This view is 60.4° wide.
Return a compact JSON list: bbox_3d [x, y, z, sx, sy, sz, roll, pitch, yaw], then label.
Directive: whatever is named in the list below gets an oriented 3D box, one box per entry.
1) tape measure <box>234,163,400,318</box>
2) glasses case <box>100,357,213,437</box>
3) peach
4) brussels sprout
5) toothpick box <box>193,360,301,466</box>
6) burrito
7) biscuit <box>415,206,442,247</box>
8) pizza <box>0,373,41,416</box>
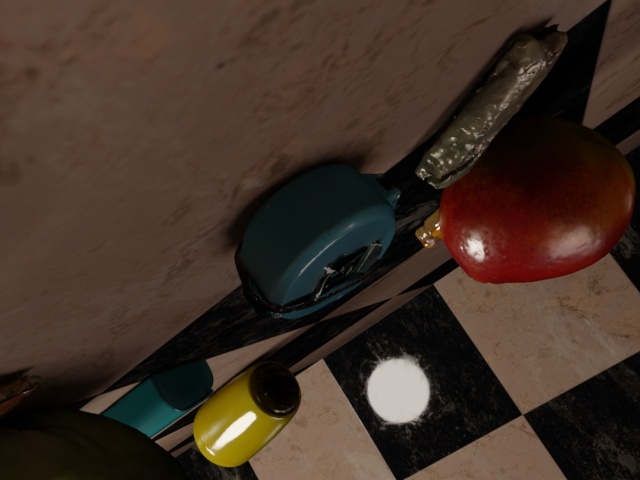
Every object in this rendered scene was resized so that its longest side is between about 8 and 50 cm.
[{"bbox_3d":[0.000,0.000,0.438,0.146,0.081,0.125,-22,153,-39],"label":"tape measure"},{"bbox_3d":[-0.290,0.284,0.815,0.301,0.070,0.117,-40,166,22],"label":"glasses case"},{"bbox_3d":[0.232,-0.038,0.608,0.190,0.190,0.192,-19,145,-45],"label":"peach"},{"bbox_3d":[-0.255,0.310,0.534,0.281,0.289,0.355,-19,141,-13],"label":"brussels sprout"},{"bbox_3d":[-0.164,0.394,1.273,0.175,0.175,0.271,-17,156,-50],"label":"toothpick box"},{"bbox_3d":[0.136,-0.104,0.462,0.051,0.042,0.171,-12,156,-31],"label":"burrito"},{"bbox_3d":[0.232,-0.038,0.899,0.170,0.050,0.170,-30,166,-9],"label":"biscuit"},{"bbox_3d":[-0.261,0.127,0.411,0.099,0.029,0.100,-33,172,-39],"label":"pizza"}]
